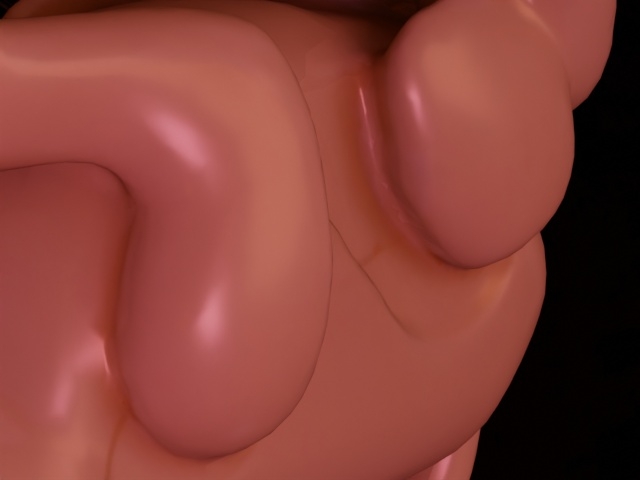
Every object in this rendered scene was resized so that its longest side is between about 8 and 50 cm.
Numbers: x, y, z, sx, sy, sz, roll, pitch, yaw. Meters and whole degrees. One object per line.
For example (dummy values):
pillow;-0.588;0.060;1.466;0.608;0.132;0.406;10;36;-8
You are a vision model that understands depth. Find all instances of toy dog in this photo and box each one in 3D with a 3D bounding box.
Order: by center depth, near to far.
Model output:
toy dog;-0.098;0.047;0.603;0.408;0.285;0.395;-49;141;-38

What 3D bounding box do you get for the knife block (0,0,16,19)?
knife block;-0.220;-0.181;0.737;0.275;0.088;0.242;68;26;-17
